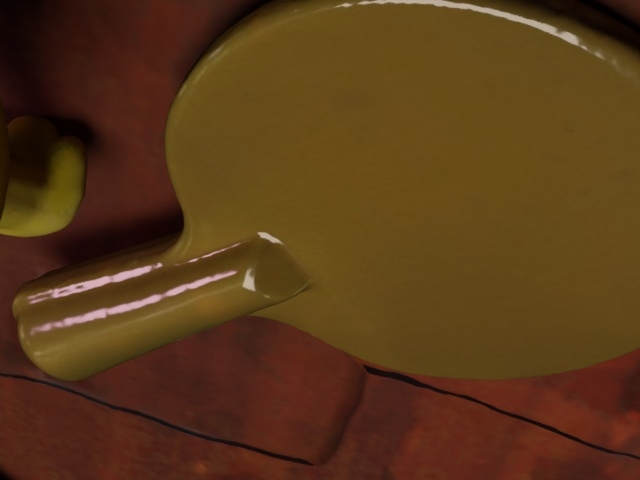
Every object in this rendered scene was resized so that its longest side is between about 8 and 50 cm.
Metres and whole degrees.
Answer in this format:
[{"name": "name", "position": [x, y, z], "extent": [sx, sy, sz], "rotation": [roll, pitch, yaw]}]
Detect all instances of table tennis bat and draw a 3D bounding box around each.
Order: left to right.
[{"name": "table tennis bat", "position": [0.000, 0.000, 0.592], "extent": [0.321, 0.050, 0.198], "rotation": [-18, 130, 36]}]

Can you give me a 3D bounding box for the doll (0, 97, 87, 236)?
[{"name": "doll", "position": [-0.203, -0.029, 0.457], "extent": [0.199, 0.145, 0.363], "rotation": [2, 177, 19]}]
